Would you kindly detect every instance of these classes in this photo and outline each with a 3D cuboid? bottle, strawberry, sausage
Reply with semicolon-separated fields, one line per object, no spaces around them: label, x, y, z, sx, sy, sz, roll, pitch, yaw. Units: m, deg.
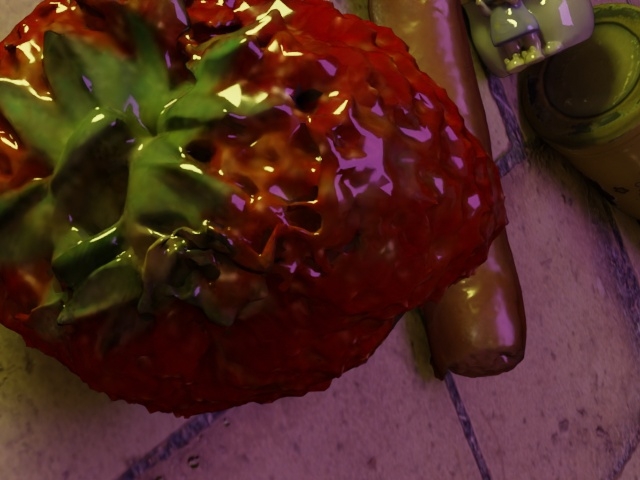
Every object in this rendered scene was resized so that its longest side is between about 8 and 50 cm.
bottle;0.372;-0.101;1.913;0.351;0.171;0.171;38;45;-47
strawberry;-0.041;-0.014;1.085;0.351;0.312;0.267;40;61;-70
sausage;0.106;-0.085;1.534;0.094;0.094;0.419;-2;75;-32

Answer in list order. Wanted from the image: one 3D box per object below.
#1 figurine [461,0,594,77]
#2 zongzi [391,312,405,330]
figurine;0.173;-0.286;1.729;0.155;0.127;0.235;-28;92;-51
zongzi;0.000;0.000;1.349;0.178;0.081;0.189;55;24;-3
